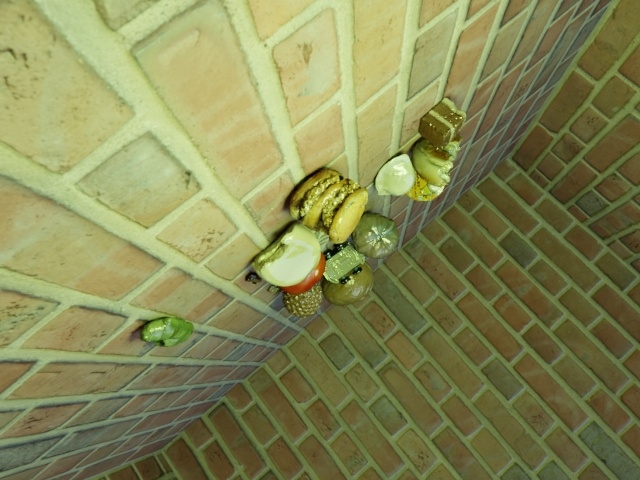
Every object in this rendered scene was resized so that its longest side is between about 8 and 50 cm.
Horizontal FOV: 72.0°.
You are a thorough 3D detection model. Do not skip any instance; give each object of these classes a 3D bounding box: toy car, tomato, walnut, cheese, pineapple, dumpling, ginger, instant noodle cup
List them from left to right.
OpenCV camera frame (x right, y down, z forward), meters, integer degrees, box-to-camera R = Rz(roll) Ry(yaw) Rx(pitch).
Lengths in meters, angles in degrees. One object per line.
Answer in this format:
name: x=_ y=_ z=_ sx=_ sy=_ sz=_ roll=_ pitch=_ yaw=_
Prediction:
ginger: x=-0.550 y=0.335 z=1.594 sx=0.137 sy=0.089 sz=0.290 roll=-19 pitch=164 yaw=-7
cheese: x=-0.127 y=0.057 z=1.701 sx=0.266 sy=0.127 sz=0.233 roll=-47 pitch=135 yaw=7
tomato: x=-0.092 y=0.127 z=1.927 sx=0.260 sy=0.180 sz=0.259 roll=-37 pitch=161 yaw=-15
pineapple: x=-0.084 y=0.226 z=2.209 sx=0.223 sy=0.223 sz=0.357 roll=-32 pitch=151 yaw=-28
toy car: x=0.098 y=0.117 z=2.392 sx=0.248 sy=0.204 sz=0.198 roll=-35 pitch=-174 yaw=-14
walnut: x=0.150 y=0.241 z=2.605 sx=0.333 sy=0.333 sz=0.332 roll=-37 pitch=164 yaw=-13
walnut: x=0.270 y=-0.024 z=2.225 sx=0.248 sy=0.248 sz=0.248 roll=-37 pitch=164 yaw=-13
dumpling: x=0.325 y=-0.275 z=1.943 sx=0.180 sy=0.131 sz=0.252 roll=-16 pitch=151 yaw=-2
instant noodle cup: x=0.508 y=-0.303 z=2.144 sx=0.215 sy=0.216 sz=0.172 roll=-48 pitch=172 yaw=22

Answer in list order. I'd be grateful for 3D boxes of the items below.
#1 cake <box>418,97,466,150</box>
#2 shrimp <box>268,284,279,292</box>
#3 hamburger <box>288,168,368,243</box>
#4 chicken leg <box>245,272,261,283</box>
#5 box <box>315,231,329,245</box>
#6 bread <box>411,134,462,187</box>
cake: x=0.497 y=-0.473 z=1.786 sx=0.147 sy=0.135 sz=0.134 roll=-44 pitch=164 yaw=-8
shrimp: x=-0.222 y=0.232 z=2.185 sx=0.059 sy=0.023 sz=0.108 roll=-57 pitch=160 yaw=20
hamburger: x=0.031 y=-0.120 z=1.498 sx=0.261 sy=0.211 sz=0.245 roll=-31 pitch=155 yaw=-49
chicken leg: x=-0.278 y=0.164 z=1.855 sx=0.062 sy=0.037 sz=0.145 roll=-20 pitch=164 yaw=5
box: x=-0.001 y=-0.001 z=2.058 sx=0.122 sy=0.032 sz=0.220 roll=-27 pitch=159 yaw=-39
bread: x=0.491 y=-0.355 z=1.920 sx=0.171 sy=0.192 sz=0.314 roll=95 pitch=18 yaw=-46
